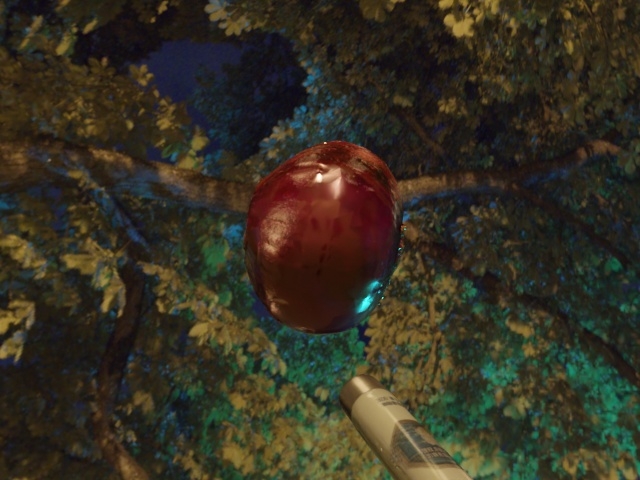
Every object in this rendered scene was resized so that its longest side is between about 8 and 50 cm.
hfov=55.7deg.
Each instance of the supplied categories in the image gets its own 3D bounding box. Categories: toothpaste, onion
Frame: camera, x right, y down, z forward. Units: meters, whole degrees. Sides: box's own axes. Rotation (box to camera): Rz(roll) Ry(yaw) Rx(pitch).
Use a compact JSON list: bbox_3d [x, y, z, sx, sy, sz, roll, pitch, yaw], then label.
[{"bbox_3d":[0.077,0.160,0.392,0.062,0.239,0.039,12,-77,-27],"label":"toothpaste"},{"bbox_3d":[0.000,0.000,1.036,0.282,0.260,0.336,22,-75,0],"label":"onion"}]
